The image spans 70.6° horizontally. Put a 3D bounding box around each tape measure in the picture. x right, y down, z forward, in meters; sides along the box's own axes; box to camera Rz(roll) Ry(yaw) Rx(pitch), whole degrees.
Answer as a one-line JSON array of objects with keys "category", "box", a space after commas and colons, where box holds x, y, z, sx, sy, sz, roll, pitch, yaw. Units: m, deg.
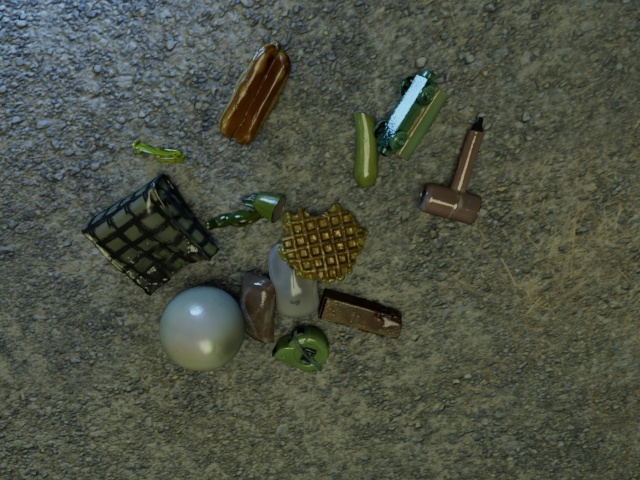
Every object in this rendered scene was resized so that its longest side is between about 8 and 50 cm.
[{"category": "tape measure", "box": [-0.055, 0.412, 1.698, 0.200, 0.106, 0.175, 32, 109, -11]}]

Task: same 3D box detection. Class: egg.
[{"category": "egg", "box": [-0.396, 0.300, 1.534, 0.283, 0.345, 0.283, -5, 100, -27]}]

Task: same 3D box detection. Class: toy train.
[{"category": "toy train", "box": [0.289, -0.382, 1.422, 0.177, 0.116, 0.285, 15, 111, -46]}]

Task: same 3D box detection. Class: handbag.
[{"category": "handbag", "box": [-0.574, -0.010, 1.546, 0.325, 0.162, 0.327, -29, 113, 13]}]

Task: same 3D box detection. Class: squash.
[{"category": "squash", "box": [-0.197, -0.128, 1.542, 0.132, 0.105, 0.105, 23, 108, 11]}, {"category": "squash", "box": [0.147, -0.296, 1.478, 0.083, 0.083, 0.250, -2, 106, 2]}]

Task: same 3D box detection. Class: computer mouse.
[{"category": "computer mouse", "box": [-0.095, 0.150, 1.608, 0.184, 0.121, 0.297, 1, 109, 2]}]

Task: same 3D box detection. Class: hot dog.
[{"category": "hot dog", "box": [-0.201, -0.462, 1.418, 0.135, 0.100, 0.337, 27, 108, -16]}]

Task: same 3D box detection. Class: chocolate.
[{"category": "chocolate", "box": [-0.239, 0.247, 1.618, 0.161, 0.083, 0.261, 16, 113, 38]}]

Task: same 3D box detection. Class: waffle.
[{"category": "waffle", "box": [0.009, 0.002, 1.543, 0.300, 0.058, 0.282, 12, 89, -13]}]

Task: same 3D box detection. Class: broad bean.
[{"category": "broad bean", "box": [-0.296, -0.071, 1.567, 0.213, 0.070, 0.048, -13, 115, -4]}]

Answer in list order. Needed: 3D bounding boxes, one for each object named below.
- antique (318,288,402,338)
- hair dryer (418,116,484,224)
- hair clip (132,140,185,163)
[{"category": "antique", "box": [0.150, 0.271, 1.661, 0.310, 0.087, 0.093, 16, 107, -4]}, {"category": "hair dryer", "box": [0.460, -0.240, 1.496, 0.189, 0.107, 0.344, 15, 99, -2]}, {"category": "hair clip", "box": [-0.534, -0.285, 1.494, 0.173, 0.072, 0.046, 12, 119, 1]}]
